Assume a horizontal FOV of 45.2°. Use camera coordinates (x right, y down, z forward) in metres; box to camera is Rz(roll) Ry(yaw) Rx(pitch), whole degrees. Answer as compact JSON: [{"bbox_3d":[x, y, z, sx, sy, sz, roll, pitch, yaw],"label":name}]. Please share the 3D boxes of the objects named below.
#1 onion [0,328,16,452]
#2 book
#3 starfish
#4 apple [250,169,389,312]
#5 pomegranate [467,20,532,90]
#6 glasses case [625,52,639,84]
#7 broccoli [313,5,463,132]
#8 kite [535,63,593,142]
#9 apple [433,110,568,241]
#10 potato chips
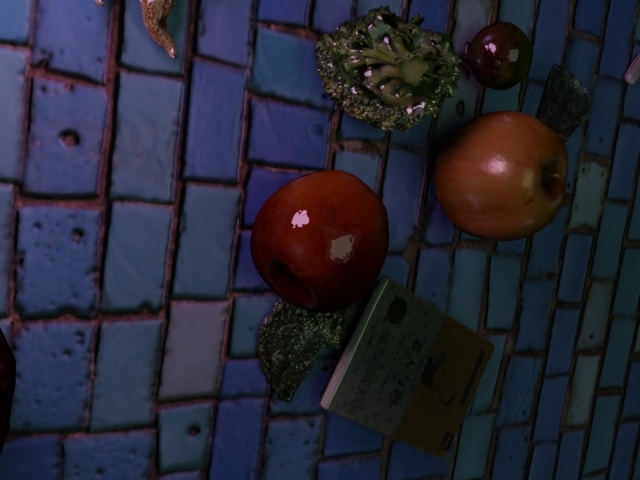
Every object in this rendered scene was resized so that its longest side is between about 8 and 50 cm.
[{"bbox_3d":[-0.546,0.181,0.897,0.347,0.285,0.347,42,35,-40],"label":"onion"},{"bbox_3d":[0.184,0.258,1.501,0.389,0.032,0.269,31,82,-40],"label":"book"},{"bbox_3d":[-0.222,-0.401,1.081,0.236,0.062,0.277,-26,112,-28],"label":"starfish"},{"bbox_3d":[0.000,0.000,1.230,0.201,0.218,0.218,-39,120,-29],"label":"apple"},{"bbox_3d":[0.333,-0.346,1.441,0.130,0.130,0.130,-8,105,-32],"label":"pomegranate"},{"bbox_3d":[0.714,-0.389,1.738,0.032,0.021,0.083,43,76,-36],"label":"glasses case"},{"bbox_3d":[0.108,-0.282,1.264,0.226,0.176,0.198,25,82,-50],"label":"broccoli"},{"bbox_3d":[0.481,-0.223,1.625,0.152,0.015,0.285,33,79,-32],"label":"kite"},{"bbox_3d":[0.340,-0.119,1.413,0.242,0.241,0.242,-7,103,-30],"label":"apple"},{"bbox_3d":[-0.013,0.178,1.374,0.220,0.029,0.202,-19,110,-28],"label":"potato chips"}]
